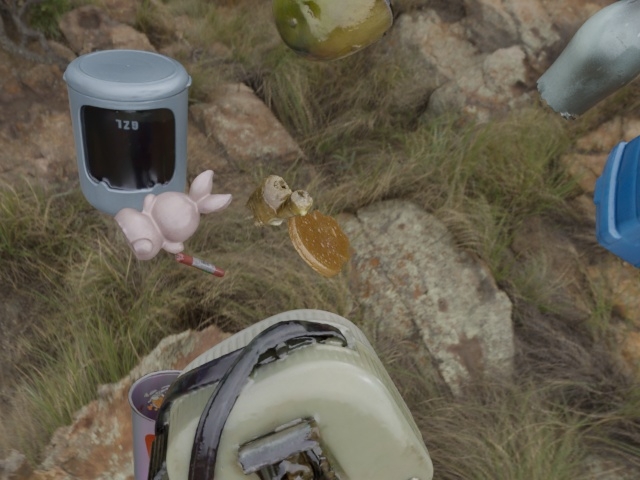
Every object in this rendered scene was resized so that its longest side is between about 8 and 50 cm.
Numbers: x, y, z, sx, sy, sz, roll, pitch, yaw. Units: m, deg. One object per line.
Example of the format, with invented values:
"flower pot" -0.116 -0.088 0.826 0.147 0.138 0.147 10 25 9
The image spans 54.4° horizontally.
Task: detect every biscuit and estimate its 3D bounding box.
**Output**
"biscuit" -0.001 0.000 1.684 0.202 0.044 0.289 55 21 0

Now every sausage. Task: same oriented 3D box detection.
"sausage" -0.335 0.071 1.750 0.029 0.223 0.029 -9 70 25

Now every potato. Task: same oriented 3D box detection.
"potato" 0.003 -0.337 0.967 0.202 0.182 0.117 30 79 23

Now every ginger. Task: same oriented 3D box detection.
"ginger" -0.073 -0.081 1.169 0.067 0.165 0.096 9 77 -45

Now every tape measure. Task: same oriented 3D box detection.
"tape measure" -0.054 0.196 0.574 0.271 0.133 0.231 -29 117 6

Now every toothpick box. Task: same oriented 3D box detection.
"toothpick box" -0.404 -0.210 1.343 0.263 0.354 0.263 6 34 -4

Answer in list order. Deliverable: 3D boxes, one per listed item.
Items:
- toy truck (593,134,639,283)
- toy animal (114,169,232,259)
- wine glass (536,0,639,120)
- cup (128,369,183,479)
"toy truck" 0.482 0.008 0.650 0.385 0.162 0.161 26 60 -7
"toy animal" -0.270 -0.044 1.175 0.213 0.124 0.124 -27 78 -11
"wine glass" 0.380 -0.252 0.782 0.103 0.222 0.103 16 53 -22
"cup" -0.352 0.474 1.449 0.203 0.288 0.203 10 22 -4
